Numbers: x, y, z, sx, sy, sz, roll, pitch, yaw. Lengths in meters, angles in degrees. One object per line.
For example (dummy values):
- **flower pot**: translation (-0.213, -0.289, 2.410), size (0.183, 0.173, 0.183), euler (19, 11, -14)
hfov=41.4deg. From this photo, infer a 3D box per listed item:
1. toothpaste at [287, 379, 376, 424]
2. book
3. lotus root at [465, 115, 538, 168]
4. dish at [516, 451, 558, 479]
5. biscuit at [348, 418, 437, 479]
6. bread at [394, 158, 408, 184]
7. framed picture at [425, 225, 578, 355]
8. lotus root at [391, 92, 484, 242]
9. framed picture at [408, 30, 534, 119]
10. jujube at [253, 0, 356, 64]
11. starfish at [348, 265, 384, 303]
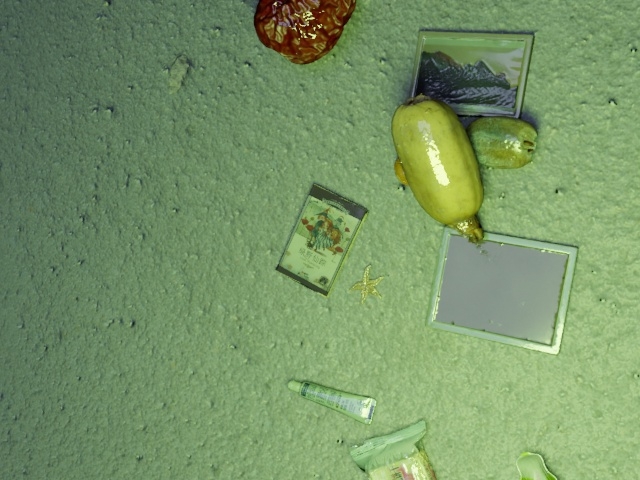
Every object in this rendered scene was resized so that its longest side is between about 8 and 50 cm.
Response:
- **toothpaste**: translation (0.023, 0.364, 1.950), size (0.216, 0.037, 0.061), euler (14, 90, 21)
- **book**: translation (0.000, 0.000, 2.007), size (0.158, 0.026, 0.231), euler (27, 96, 25)
- **lotus root**: translation (0.373, -0.214, 1.826), size (0.192, 0.088, 0.113), euler (11, 95, 32)
- **dish**: translation (0.450, 0.499, 1.736), size (0.091, 0.039, 0.137), euler (-25, 74, 25)
- **biscuit**: translation (0.192, 0.565, 1.827), size (0.186, 0.079, 0.309), euler (-24, 76, 18)
- **bread**: translation (0.208, -0.163, 1.917), size (0.083, 0.046, 0.080), euler (8, 85, 26)
- **framed picture**: translation (0.386, 0.104, 1.821), size (0.296, 0.019, 0.232), euler (11, 90, 25)
- **lotus root**: translation (0.256, -0.145, 1.804), size (0.152, 0.169, 0.342), euler (-23, 100, -9)
- **framed picture**: translation (0.333, -0.372, 1.899), size (0.266, 0.018, 0.192), euler (8, 89, 25)
- **jujube**: translation (-0.037, -0.536, 1.994), size (0.213, 0.213, 0.232), euler (39, 102, 23)
- **starfish**: translation (0.104, 0.102, 1.953), size (0.086, 0.016, 0.092), euler (4, 91, 24)
